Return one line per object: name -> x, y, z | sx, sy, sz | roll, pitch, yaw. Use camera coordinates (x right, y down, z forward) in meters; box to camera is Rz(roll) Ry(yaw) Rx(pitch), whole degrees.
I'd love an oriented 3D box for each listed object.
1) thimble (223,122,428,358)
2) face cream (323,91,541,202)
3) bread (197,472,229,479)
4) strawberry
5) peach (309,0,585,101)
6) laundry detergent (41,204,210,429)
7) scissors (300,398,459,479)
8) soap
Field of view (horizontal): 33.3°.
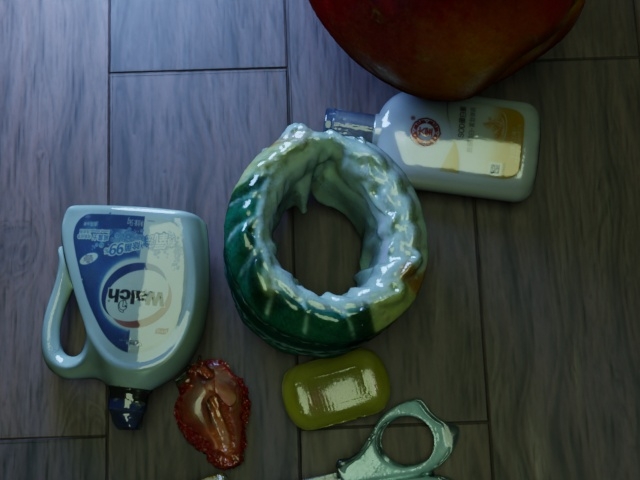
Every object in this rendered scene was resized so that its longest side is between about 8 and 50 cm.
thimble -> 0.000, 0.000, 1.357 | 0.254, 0.167, 0.288 | -12, 74, -12
face cream -> 0.148, -0.136, 1.444 | 0.291, 0.071, 0.144 | 9, 78, 2
bread -> -0.154, 0.323, 1.354 | 0.083, 0.047, 0.036 | -17, 72, -4
strawberry -> -0.137, 0.221, 1.377 | 0.103, 0.048, 0.152 | -24, 76, -2
peach -> 0.156, -0.348, 1.364 | 0.335, 0.310, 0.406 | -44, 60, -15
laundry detergent -> -0.253, 0.100, 1.373 | 0.214, 0.105, 0.281 | 4, 80, 10
scissors -> 0.014, 0.313, 1.346 | 0.360, 0.029, 0.191 | -7, 79, -12
soap -> 0.020, 0.193, 1.384 | 0.140, 0.045, 0.089 | -14, 78, -5
